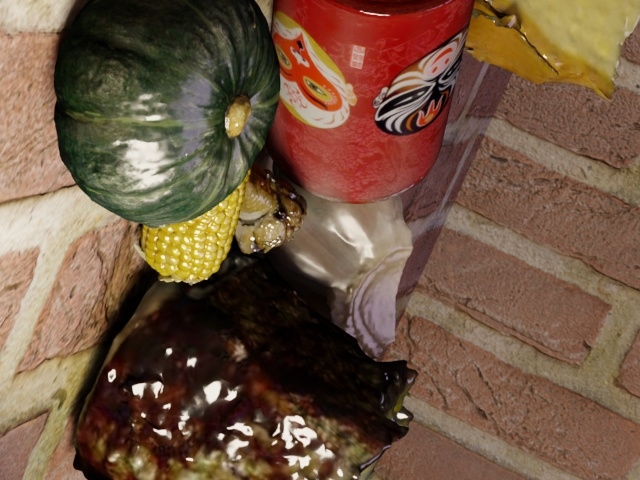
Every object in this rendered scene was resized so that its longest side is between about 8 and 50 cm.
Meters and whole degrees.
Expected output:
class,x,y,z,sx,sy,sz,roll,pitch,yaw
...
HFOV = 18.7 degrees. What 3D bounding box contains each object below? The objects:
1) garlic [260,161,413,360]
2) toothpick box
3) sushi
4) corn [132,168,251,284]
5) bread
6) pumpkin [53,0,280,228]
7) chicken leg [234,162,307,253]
class,x,y,z,sx,sy,sz,roll,pitch,yaw
garlic,0.000,0.000,2.199,0.210,0.292,0.237,-40,138,-9
toothpick box,0.048,-0.208,1.983,0.204,0.204,0.333,-58,169,-30
sushi,-0.082,0.189,2.011,0.281,0.294,0.299,-49,172,-52
corn,-0.110,-0.074,1.836,0.091,0.091,0.260,-42,154,-51
bread,0.226,-0.354,2.277,0.248,0.315,0.279,-62,160,-19
pumpkin,-0.122,-0.116,1.513,0.211,0.152,0.211,-39,143,-37
chicken leg,-0.077,-0.046,1.985,0.080,0.125,0.196,-39,170,5
